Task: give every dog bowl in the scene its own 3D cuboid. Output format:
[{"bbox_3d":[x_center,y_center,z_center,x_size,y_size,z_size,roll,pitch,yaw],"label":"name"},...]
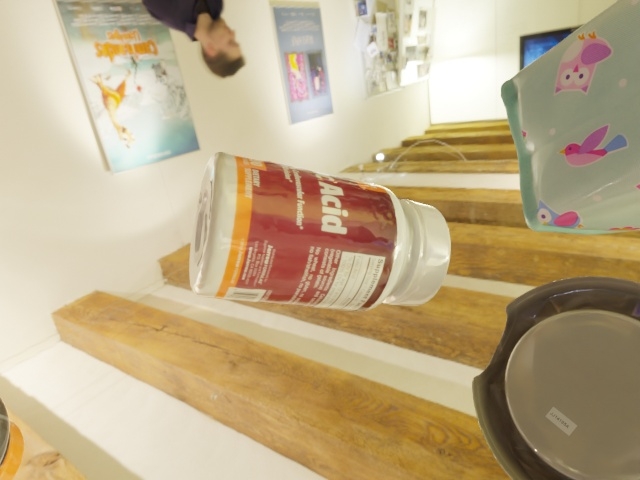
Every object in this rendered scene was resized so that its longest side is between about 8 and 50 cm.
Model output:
[{"bbox_3d":[0.417,0.234,0.665,0.349,0.348,0.102,13,169,45],"label":"dog bowl"}]

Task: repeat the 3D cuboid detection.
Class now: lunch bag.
[{"bbox_3d":[0.308,-0.092,0.309,0.263,0.159,0.223,3,163,-24],"label":"lunch bag"}]

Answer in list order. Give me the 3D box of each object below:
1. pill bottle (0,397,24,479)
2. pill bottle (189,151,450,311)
[{"bbox_3d":[-0.342,0.153,0.335,0.131,0.245,0.130,-2,-124,3],"label":"pill bottle"},{"bbox_3d":[0.000,0.000,0.733,0.393,0.223,0.224,8,-165,-22],"label":"pill bottle"}]
